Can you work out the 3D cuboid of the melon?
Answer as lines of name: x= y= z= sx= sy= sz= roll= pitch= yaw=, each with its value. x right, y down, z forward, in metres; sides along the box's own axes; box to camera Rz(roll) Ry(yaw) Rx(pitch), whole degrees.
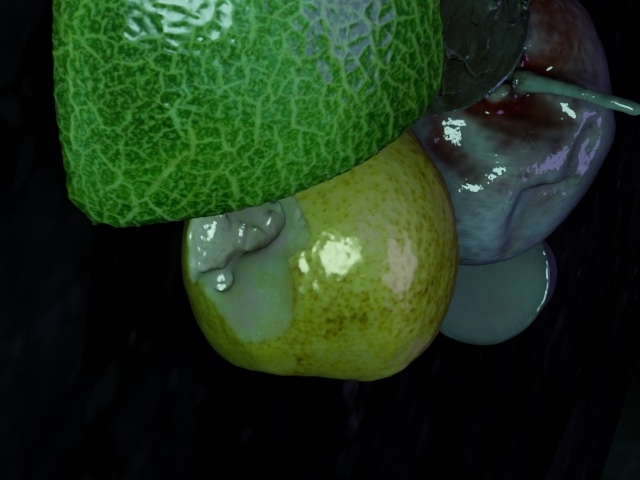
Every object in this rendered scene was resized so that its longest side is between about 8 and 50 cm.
melon: x=-0.081 y=-0.218 z=1.533 sx=0.226 sy=0.331 sz=0.343 roll=-109 pitch=-176 yaw=-51

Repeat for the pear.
pear: x=0.000 y=0.000 z=1.753 sx=0.271 sy=0.271 sz=0.271 roll=14 pitch=90 yaw=-69

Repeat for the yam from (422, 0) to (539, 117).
yam: x=0.071 y=-0.276 z=1.756 sx=0.348 sy=0.241 sz=0.241 roll=69 pitch=41 yaw=-62

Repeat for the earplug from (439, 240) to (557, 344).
earplug: x=0.235 y=0.041 z=2.511 sx=0.301 sy=0.172 sz=0.172 roll=-3 pitch=106 yaw=-74

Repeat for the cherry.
cherry: x=0.160 y=-0.115 z=2.027 sx=0.335 sy=0.291 sz=0.326 roll=102 pitch=-2 yaw=-47
